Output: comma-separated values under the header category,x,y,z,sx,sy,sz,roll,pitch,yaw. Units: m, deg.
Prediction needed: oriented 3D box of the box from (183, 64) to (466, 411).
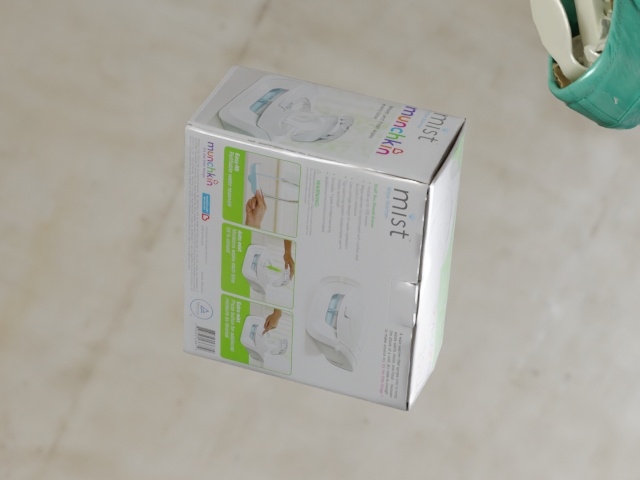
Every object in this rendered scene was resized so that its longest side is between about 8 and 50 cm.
category,x,y,z,sx,sy,sz,roll,pitch,yaw
box,0.000,0.000,1.771,0.231,0.262,0.127,13,37,14

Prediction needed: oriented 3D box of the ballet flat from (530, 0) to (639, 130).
category,x,y,z,sx,sy,sz,roll,pitch,yaw
ballet flat,0.179,-0.194,1.317,0.087,0.247,0.083,14,-30,-36
